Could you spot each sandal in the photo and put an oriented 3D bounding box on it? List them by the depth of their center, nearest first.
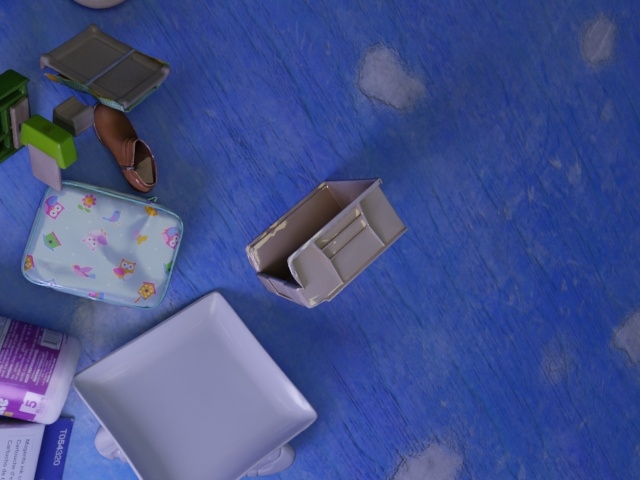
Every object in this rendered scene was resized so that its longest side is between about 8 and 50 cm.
[{"bbox_3d":[-0.241,0.398,1.381,0.417,0.169,0.102,15,47,-22],"label":"sandal"}]

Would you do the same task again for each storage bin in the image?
[{"bbox_3d":[0.000,0.000,1.382,0.260,0.262,0.123,-41,109,-16],"label":"storage bin"}]

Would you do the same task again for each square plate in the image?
[{"bbox_3d":[-0.240,0.313,1.310,0.344,0.049,0.347,-32,71,-31],"label":"square plate"}]

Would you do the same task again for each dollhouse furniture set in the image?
[{"bbox_3d":[-0.445,-0.243,1.247,0.198,0.151,0.301,31,50,7],"label":"dollhouse furniture set"}]

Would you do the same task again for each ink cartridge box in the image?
[{"bbox_3d":[-0.596,0.480,1.179,0.330,0.072,0.323,14,83,-49],"label":"ink cartridge box"}]

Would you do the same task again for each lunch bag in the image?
[{"bbox_3d":[-0.409,0.005,1.297,0.279,0.108,0.223,17,83,-23],"label":"lunch bag"}]

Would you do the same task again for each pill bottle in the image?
[{"bbox_3d":[-0.599,0.214,1.194,0.302,0.169,0.169,20,85,-21],"label":"pill bottle"}]

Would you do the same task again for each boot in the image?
[{"bbox_3d":[-0.365,-0.184,1.281,0.073,0.152,0.197,-32,104,-18],"label":"boot"}]

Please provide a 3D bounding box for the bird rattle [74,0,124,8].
[{"bbox_3d":[-0.436,-0.537,1.258,0.254,0.143,0.206,-28,119,-16],"label":"bird rattle"}]
